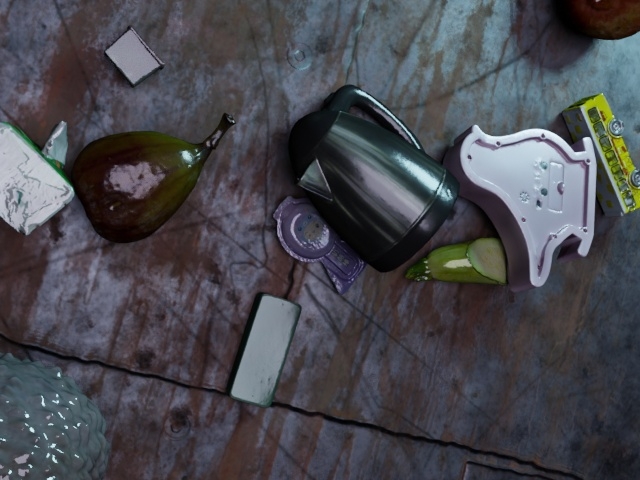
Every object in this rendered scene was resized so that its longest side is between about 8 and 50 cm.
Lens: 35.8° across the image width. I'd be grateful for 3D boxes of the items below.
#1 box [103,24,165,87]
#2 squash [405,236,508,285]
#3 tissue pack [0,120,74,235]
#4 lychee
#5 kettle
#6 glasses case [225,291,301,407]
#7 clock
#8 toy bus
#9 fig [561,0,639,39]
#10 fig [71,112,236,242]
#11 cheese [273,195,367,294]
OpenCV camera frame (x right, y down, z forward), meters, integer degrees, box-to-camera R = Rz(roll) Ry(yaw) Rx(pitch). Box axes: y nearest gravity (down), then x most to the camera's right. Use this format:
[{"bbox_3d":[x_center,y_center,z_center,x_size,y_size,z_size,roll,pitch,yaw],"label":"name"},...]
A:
[{"bbox_3d":[-0.300,-0.291,1.588,0.063,0.060,0.084,-42,103,-7],"label":"box"},{"bbox_3d":[0.247,0.042,1.752,0.200,0.075,0.090,-4,90,-17],"label":"squash"},{"bbox_3d":[-0.434,-0.105,1.470,0.156,0.209,0.148,-43,102,-13],"label":"tissue pack"},{"bbox_3d":[-0.489,0.342,1.393,0.432,0.380,0.380,18,86,2],"label":"lychee"},{"bbox_3d":[0.075,-0.122,1.629,0.271,0.207,0.250,38,81,-13],"label":"kettle"},{"bbox_3d":[-0.095,0.184,1.668,0.078,0.039,0.184,19,86,-16],"label":"glasses case"},{"bbox_3d":[0.350,-0.055,1.749,0.275,0.080,0.290,8,74,-18],"label":"clock"},{"bbox_3d":[0.531,-0.157,1.833,0.074,0.081,0.226,-27,99,-16],"label":"toy bus"},{"bbox_3d":[0.533,-0.465,1.784,0.205,0.205,0.205,0,91,-17],"label":"fig"},{"bbox_3d":[-0.252,-0.117,1.554,0.274,0.145,0.170,-31,104,-4],"label":"fig"},{"bbox_3d":[0.000,0.000,1.693,0.191,0.042,0.105,40,80,-19],"label":"cheese"}]
